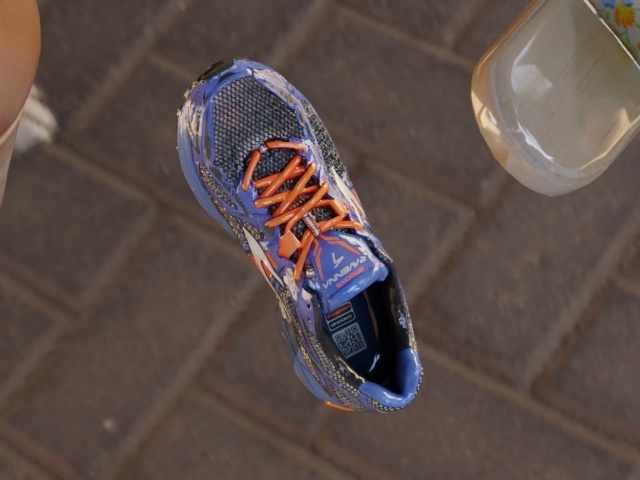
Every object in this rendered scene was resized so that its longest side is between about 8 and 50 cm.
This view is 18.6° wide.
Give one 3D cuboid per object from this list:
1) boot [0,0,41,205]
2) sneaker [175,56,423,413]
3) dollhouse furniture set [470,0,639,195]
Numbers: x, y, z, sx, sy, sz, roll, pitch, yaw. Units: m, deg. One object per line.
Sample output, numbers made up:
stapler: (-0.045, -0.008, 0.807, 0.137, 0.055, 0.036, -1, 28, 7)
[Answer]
boot: (-0.169, -0.144, 0.543, 0.109, 0.220, 0.283, -23, 69, -19)
sneaker: (0.000, 0.000, 1.030, 0.083, 0.221, 0.087, -35, 22, -13)
dollhouse furniture set: (0.157, -0.111, 0.610, 0.256, 0.394, 0.362, -46, 10, -37)
